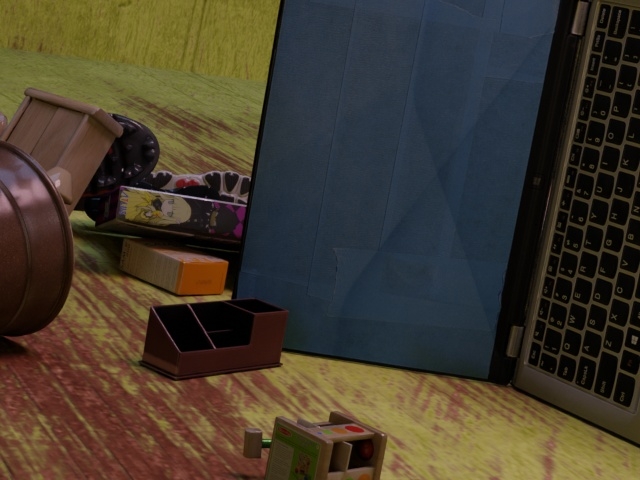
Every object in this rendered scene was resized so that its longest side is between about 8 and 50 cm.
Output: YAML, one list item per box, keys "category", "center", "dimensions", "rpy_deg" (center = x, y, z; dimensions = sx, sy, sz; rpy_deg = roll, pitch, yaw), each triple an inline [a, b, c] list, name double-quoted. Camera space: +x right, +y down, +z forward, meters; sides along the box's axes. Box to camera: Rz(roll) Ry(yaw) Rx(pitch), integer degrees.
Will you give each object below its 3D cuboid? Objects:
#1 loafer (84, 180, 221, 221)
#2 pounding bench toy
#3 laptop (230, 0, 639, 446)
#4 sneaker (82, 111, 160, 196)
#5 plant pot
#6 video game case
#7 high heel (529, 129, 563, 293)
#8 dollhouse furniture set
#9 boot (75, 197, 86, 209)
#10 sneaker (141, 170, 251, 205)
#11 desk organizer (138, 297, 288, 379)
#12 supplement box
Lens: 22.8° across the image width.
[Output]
- category: "loafer"
  center: [-0.202, -0.035, 1.859]
  dimensions: [0.170, 0.062, 0.061]
  rpy_deg: [4, -11, -31]
- category: "pounding bench toy"
  center: [-0.005, 0.145, 1.083]
  dimensions: [0.065, 0.052, 0.083]
  rpy_deg: [-1, 15, -45]
- category: "laptop"
  center: [0.157, -0.039, 1.308]
  dimensions: [0.236, 0.382, 0.408]
  rpy_deg: [1, 14, -38]
- category: "sneaker"
  center: [-0.305, -0.090, 1.787]
  dimensions: [0.276, 0.097, 0.135]
  rpy_deg: [-8, 1, 13]
- category: "plant pot"
  center: [-0.310, 0.013, 1.239]
  dimensions: [0.167, 0.167, 0.165]
  rpy_deg: [17, 20, 32]
- category: "video game case"
  center: [-0.127, -0.018, 1.704]
  dimensions: [0.210, 0.041, 0.232]
  rpy_deg: [9, -4, -12]
- category: "high heel"
  center: [0.246, -0.067, 1.870]
  dimensions: [0.093, 0.261, 0.186]
  rpy_deg: [0, 4, 20]
- category: "dollhouse furniture set"
  center: [-0.375, -0.138, 1.481]
  dimensions: [0.303, 0.174, 0.355]
  rpy_deg: [17, -17, 40]
- category: "boot"
  center: [-0.336, -0.069, 1.932]
  dimensions: [0.106, 0.037, 0.114]
  rpy_deg: [19, 8, -32]
- category: "sneaker"
  center: [-0.151, -0.060, 1.989]
  dimensions: [0.170, 0.068, 0.071]
  rpy_deg: [9, 5, -1]
- category: "desk organizer"
  center: [-0.088, 0.081, 1.342]
  dimensions: [0.047, 0.050, 0.130]
  rpy_deg: [19, 14, 39]
- category: "supplement box"
  center: [-0.150, 0.025, 1.614]
  dimensions: [0.098, 0.036, 0.062]
  rpy_deg: [19, 13, 42]
